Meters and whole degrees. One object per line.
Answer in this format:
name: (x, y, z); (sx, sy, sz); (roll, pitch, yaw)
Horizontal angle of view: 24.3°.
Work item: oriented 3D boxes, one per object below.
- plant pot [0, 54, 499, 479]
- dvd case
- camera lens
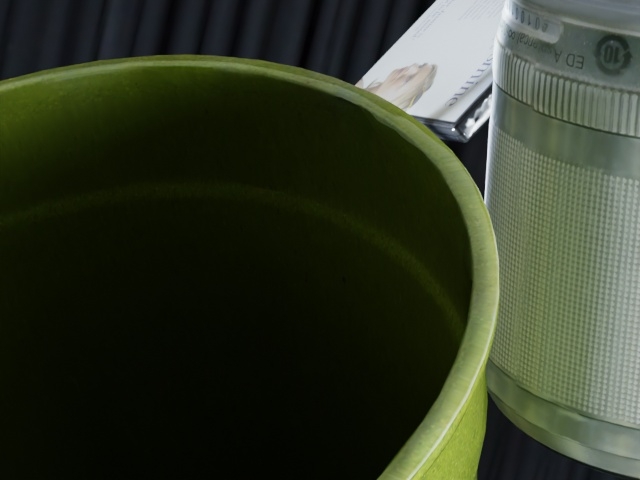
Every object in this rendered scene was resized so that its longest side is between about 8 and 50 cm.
plant pot: (-0.084, 0.159, 0.694); (0.367, 0.353, 0.366); (-8, -141, 6)
dvd case: (0.124, -0.165, 1.314); (0.022, 0.180, 0.253); (48, 169, -22)
camera lens: (0.193, -0.028, 0.753); (0.220, 0.274, 0.219); (1, -159, 0)
